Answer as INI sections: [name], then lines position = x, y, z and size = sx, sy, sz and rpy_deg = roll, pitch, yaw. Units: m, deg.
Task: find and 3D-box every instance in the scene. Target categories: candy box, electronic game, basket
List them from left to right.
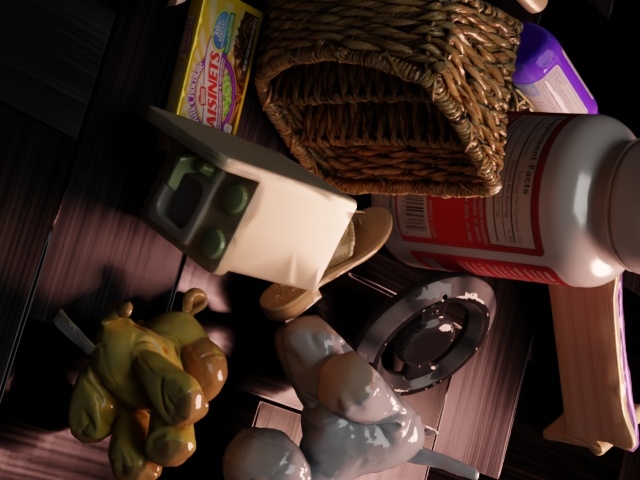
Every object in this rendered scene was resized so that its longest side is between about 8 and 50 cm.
[candy box]
position = -0.130, -0.190, 1.632
size = 0.105, 0.027, 0.206
rpy_deg = 20, 80, -47
[basket]
position = 0.062, -0.176, 1.647
size = 0.213, 0.299, 0.223
rpy_deg = 13, 84, -49
[electronic game]
position = 0.142, 0.132, 1.898
size = 0.229, 0.048, 0.229
rpy_deg = -21, 140, -19

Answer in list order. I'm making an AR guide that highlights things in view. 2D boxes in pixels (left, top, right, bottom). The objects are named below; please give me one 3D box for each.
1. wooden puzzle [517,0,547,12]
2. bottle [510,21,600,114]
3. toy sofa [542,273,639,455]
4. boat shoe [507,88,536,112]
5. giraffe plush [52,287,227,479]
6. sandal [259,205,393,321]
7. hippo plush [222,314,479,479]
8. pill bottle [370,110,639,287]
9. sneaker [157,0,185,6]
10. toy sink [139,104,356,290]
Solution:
[wooden puzzle]
position = 0.275, -0.484, 2.032
size = 0.221, 0.044, 0.238
rpy_deg = 31, 60, -47
[bottle]
position = 0.365, -0.213, 2.131
size = 0.092, 0.118, 0.283
rpy_deg = -47, 130, -5
[toy sofa]
position = 0.455, 0.155, 2.247
size = 0.150, 0.177, 0.362
rpy_deg = -28, 115, -44
[boat shoe]
position = 0.271, -0.176, 2.048
size = 0.324, 0.097, 0.116
rpy_deg = 52, 58, -40
[giraffe plush]
position = -0.180, 0.145, 1.544
size = 0.210, 0.181, 0.170
rpy_deg = 58, 32, 8
[sandal]
position = 0.005, 0.001, 1.769
size = 0.240, 0.088, 0.079
rpy_deg = -43, 128, -30
[hippo plush]
position = -0.010, 0.252, 1.739
size = 0.236, 0.234, 0.294
rpy_deg = -46, 126, -3
[pill bottle]
position = 0.288, -0.058, 1.844
size = 0.229, 0.408, 0.229
rpy_deg = -9, 102, -49
[sneaker]
position = -0.127, -0.416, 1.514
size = 0.178, 0.124, 0.295
rpy_deg = -14, 106, -22
[toy sink]
position = -0.103, -0.041, 1.566
size = 0.234, 0.153, 0.131
rpy_deg = 17, 103, -51
